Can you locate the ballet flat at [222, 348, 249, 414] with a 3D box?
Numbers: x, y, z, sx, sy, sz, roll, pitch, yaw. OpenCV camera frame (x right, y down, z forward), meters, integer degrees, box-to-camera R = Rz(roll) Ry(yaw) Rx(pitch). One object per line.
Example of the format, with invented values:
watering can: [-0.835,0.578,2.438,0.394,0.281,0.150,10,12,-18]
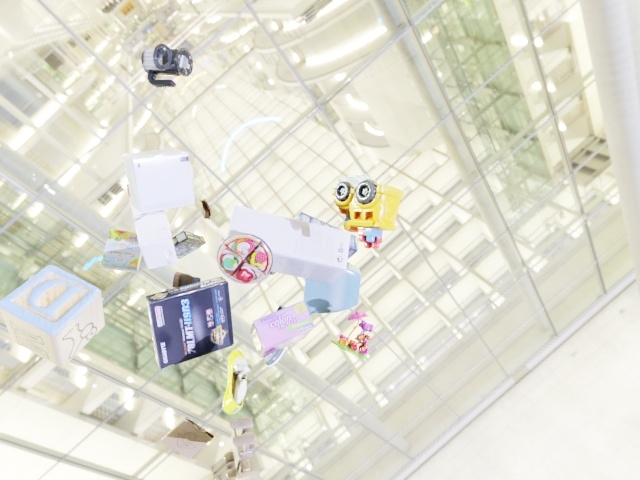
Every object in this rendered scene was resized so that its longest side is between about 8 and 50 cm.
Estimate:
ballet flat: [-0.277,0.470,1.412,0.077,0.077,0.231,-35,-144,32]

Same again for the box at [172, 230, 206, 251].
box: [-0.716,0.027,2.153,0.175,0.220,0.051,-30,-100,6]

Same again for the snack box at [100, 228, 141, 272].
snack box: [-1.023,0.053,2.165,0.070,0.175,0.207,124,-31,-59]

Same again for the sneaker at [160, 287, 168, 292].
sneaker: [-0.731,0.259,1.900,0.109,0.044,0.040,-50,-118,18]

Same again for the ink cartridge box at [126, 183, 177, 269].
ink cartridge box: [-0.648,-0.061,1.607,0.117,0.207,0.283,-14,-116,-19]

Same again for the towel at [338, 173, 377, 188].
towel: [0.174,-0.277,1.931,0.152,0.023,0.113,-17,-139,-29]

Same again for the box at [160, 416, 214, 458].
box: [-0.608,0.906,1.901,0.201,0.164,0.021,-44,-166,20]

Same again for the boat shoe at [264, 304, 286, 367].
boat shoe: [-0.208,0.442,1.956,0.116,0.099,0.319,-27,-153,37]

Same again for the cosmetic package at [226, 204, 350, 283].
cosmetic package: [-0.135,0.026,1.630,0.230,0.453,0.161,126,-25,-65]

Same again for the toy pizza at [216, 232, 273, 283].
toy pizza: [-0.265,0.069,1.459,0.201,0.201,0.032,-33,-161,12]

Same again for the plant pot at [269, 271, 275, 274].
plant pot: [-0.335,0.074,2.336,0.254,0.237,0.237,33,-105,12]

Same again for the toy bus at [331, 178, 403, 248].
toy bus: [0.142,-0.081,1.354,0.220,0.149,0.211,5,-91,43]

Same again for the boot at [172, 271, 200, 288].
boot: [-0.570,0.245,1.770,0.106,0.219,0.082,5,-167,0]

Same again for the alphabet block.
alphabet block: [-0.804,0.228,1.267,0.192,0.193,0.197,-57,172,-48]

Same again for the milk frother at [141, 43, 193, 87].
milk frother: [-0.492,-0.555,1.273,0.135,0.143,0.129,9,-114,18]

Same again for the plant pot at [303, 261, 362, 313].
plant pot: [0.056,0.197,1.917,0.252,0.247,0.248,5,-174,0]

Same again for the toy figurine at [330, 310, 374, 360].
toy figurine: [0.152,0.365,1.648,0.159,0.173,0.130,-62,178,-4]

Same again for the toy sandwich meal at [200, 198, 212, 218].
toy sandwich meal: [-0.461,-0.128,1.666,0.029,0.085,0.085,-21,-152,-25]

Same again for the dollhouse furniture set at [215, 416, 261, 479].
dollhouse furniture set: [-0.343,0.863,1.623,0.242,0.161,0.212,-124,-139,-53]

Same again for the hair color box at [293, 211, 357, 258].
hair color box: [0.000,0.000,2.102,0.174,0.347,0.105,-45,-147,40]

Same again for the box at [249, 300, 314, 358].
box: [-0.161,0.365,1.683,0.214,0.243,0.117,-19,-109,-21]

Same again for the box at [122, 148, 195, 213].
box: [-0.530,-0.201,1.371,0.181,0.181,0.119,-15,-156,-33]

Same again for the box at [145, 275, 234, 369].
box: [-0.488,0.309,1.583,0.293,0.295,0.073,-13,-154,-32]
